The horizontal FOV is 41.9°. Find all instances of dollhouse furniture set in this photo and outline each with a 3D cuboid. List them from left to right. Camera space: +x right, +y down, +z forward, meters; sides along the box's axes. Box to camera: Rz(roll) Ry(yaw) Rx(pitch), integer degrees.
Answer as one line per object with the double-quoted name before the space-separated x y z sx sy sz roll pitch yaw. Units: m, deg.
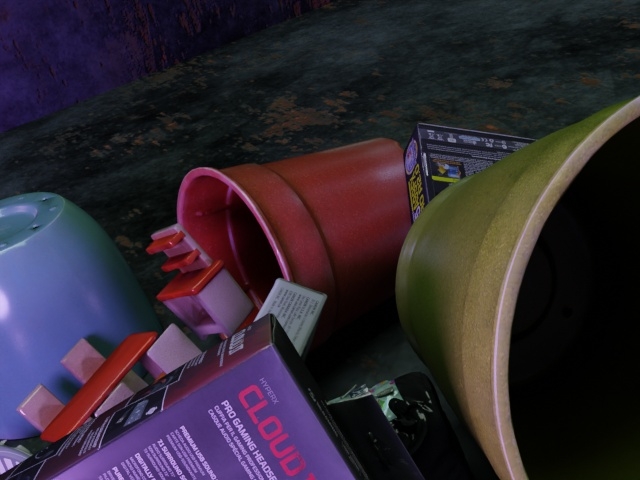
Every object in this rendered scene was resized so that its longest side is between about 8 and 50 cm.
"dollhouse furniture set" -0.207 0.120 0.922 0.262 0.135 0.259 -14 32 54

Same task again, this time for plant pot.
"plant pot" -0.387 0.078 1.117 0.293 0.235 0.293 -12 29 7
"plant pot" 0.000 0.000 1.067 0.265 0.272 0.272 -22 28 -30
"plant pot" 0.231 0.056 0.709 0.367 0.366 0.353 -23 10 -13

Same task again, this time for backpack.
"backpack" 0.040 0.212 0.784 0.182 0.151 0.115 -23 17 7

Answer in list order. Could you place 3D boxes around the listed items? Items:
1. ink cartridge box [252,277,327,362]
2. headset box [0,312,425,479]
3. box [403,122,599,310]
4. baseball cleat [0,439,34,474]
"ink cartridge box" -0.084 0.205 0.789 0.060 0.238 0.275 21 36 5
"headset box" -0.075 0.203 0.553 0.293 0.218 0.110 -30 7 -1
"box" 0.241 -0.026 0.984 0.270 0.060 0.216 6 53 -12
"baseball cleat" -0.321 0.279 0.896 0.206 0.072 0.109 -1 38 32
